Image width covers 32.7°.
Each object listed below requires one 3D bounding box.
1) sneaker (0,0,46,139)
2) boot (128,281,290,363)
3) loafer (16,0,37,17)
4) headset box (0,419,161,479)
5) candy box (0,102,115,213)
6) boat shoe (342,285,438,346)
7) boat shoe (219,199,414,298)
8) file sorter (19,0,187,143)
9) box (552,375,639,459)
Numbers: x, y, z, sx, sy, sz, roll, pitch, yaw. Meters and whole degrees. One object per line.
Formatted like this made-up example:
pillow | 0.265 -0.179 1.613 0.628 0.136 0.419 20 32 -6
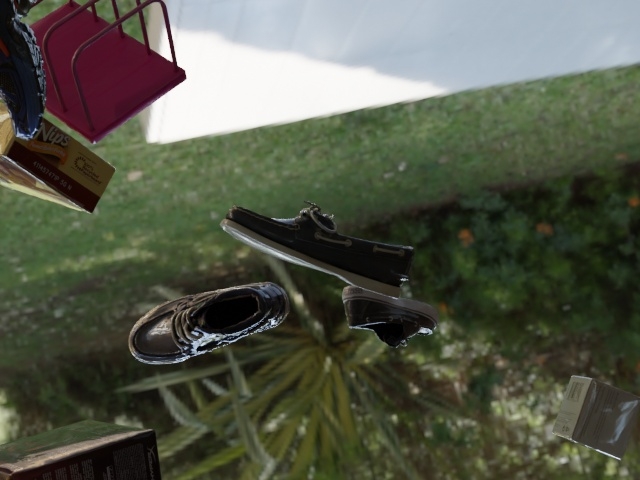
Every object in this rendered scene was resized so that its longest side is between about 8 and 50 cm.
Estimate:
sneaker | -0.350 -0.208 1.157 0.087 0.221 0.083 -14 -153 -1
boot | -0.131 0.085 1.150 0.190 0.069 0.086 -20 172 15
loafer | -0.402 -0.386 1.337 0.087 0.094 0.251 -28 135 -9
headset box | -0.439 0.384 1.763 0.293 0.110 0.218 -11 -175 -44
candy box | -0.489 -0.143 1.700 0.316 0.087 0.183 14 162 42
boat shoe | 0.113 0.129 1.713 0.080 0.076 0.228 -10 159 31
boat shoe | 0.000 0.000 1.381 0.255 0.079 0.095 20 178 -10
file sorter | -0.394 -0.334 1.734 0.202 0.291 0.182 -41 150 -27
box | 0.423 0.269 1.674 0.087 0.102 0.101 21 174 -3
